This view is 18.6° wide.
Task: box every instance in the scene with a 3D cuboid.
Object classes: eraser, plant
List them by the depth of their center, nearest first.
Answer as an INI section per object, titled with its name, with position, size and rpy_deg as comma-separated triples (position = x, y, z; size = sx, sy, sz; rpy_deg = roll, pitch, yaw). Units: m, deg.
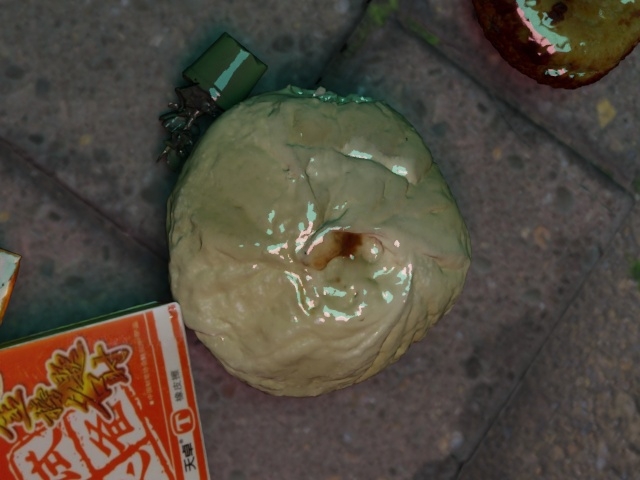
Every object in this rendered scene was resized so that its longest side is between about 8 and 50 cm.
[eraser]
position = -0.182, 0.140, 1.255
size = 0.230, 0.038, 0.157
rpy_deg = -15, 100, -33
[plant]
position = -0.084, -0.095, 1.367
size = 0.051, 0.051, 0.102
rpy_deg = 39, 92, -8

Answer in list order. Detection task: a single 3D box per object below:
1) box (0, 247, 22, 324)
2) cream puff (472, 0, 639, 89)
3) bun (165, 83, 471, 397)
[box]
position = -0.337, 0.124, 1.265
size = 0.197, 0.089, 0.313
rpy_deg = 20, 82, -9
[cream puff]
position = 0.176, -0.182, 1.418
size = 0.149, 0.084, 0.149
rpy_deg = 1, 85, -18
[bun]
position = 0.000, 0.000, 1.328
size = 0.220, 0.134, 0.220
rpy_deg = -1, 92, -21
